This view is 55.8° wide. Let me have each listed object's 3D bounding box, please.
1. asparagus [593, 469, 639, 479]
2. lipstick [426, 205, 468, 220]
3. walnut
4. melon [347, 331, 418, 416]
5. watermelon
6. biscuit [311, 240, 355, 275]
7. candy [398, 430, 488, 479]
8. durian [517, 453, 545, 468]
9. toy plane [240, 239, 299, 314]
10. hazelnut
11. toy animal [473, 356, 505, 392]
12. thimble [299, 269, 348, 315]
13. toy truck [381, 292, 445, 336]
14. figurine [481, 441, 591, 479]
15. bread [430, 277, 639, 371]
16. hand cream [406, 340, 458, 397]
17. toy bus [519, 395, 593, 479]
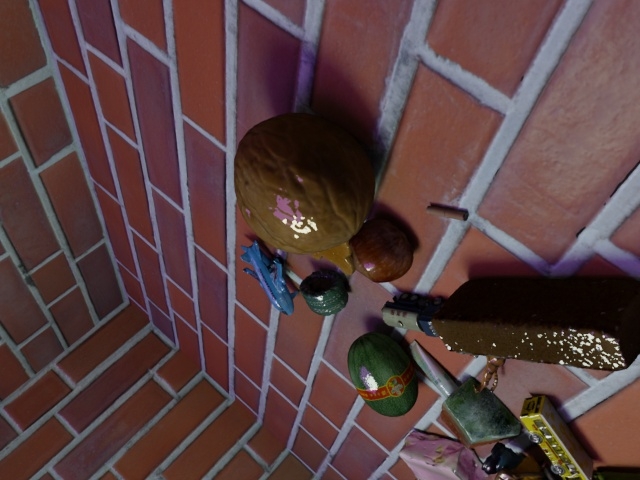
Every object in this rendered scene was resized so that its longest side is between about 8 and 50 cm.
[{"bbox_3d":[0.734,0.564,1.304,0.108,0.128,0.382,9,160,-19],"label":"asparagus"},{"bbox_3d":[0.264,-0.057,1.264,0.094,0.019,0.019,17,139,43],"label":"lipstick"},{"bbox_3d":[-0.043,-0.127,1.321,0.333,0.333,0.332,33,148,24],"label":"walnut"},{"bbox_3d":[0.187,0.397,1.755,0.182,0.182,0.287,-4,122,55],"label":"melon"},{"bbox_3d":[0.414,0.504,1.679,0.193,0.140,0.256,48,160,14],"label":"watermelon"},{"bbox_3d":[0.001,-0.001,1.663,0.240,0.035,0.158,30,144,27],"label":"biscuit"},{"bbox_3d":[0.390,0.719,1.950,0.265,0.116,0.155,-9,119,56],"label":"candy"},{"bbox_3d":[0.564,0.653,1.708,0.100,0.086,0.215,5,145,4],"label":"durian"},{"bbox_3d":[-0.160,0.120,1.952,0.271,0.105,0.254,53,151,-12],"label":"toy plane"},{"bbox_3d":[0.142,0.023,1.416,0.154,0.143,0.143,61,152,9],"label":"hazelnut"},{"bbox_3d":[0.402,0.266,1.423,0.116,0.114,0.255,-12,134,8],"label":"toy animal"},{"bbox_3d":[0.011,0.153,1.752,0.135,0.118,0.090,14,136,45],"label":"thimble"},{"bbox_3d":[0.239,0.187,1.525,0.202,0.088,0.074,4,128,50],"label":"toy truck"},{"bbox_3d":[0.587,0.634,1.535,0.332,0.204,0.185,49,-174,30],"label":"figurine"},{"bbox_3d":[0.417,0.154,1.172,0.417,0.165,0.113,-5,121,56],"label":"bread"},{"bbox_3d":[0.311,0.359,1.695,0.174,0.047,0.076,48,153,16],"label":"hand cream"},{"bbox_3d":[0.566,0.480,1.458,0.074,0.081,0.226,-30,100,38],"label":"toy bus"}]
